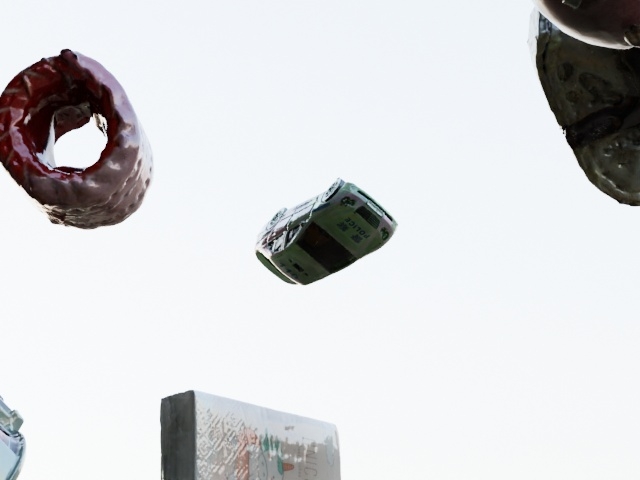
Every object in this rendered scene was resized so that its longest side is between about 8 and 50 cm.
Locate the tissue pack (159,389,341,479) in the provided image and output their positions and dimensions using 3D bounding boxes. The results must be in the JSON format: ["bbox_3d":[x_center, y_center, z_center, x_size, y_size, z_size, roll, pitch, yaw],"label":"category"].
[{"bbox_3d":[-0.084,0.301,2.440,0.071,0.170,0.325,-14,-20,33],"label":"tissue pack"}]

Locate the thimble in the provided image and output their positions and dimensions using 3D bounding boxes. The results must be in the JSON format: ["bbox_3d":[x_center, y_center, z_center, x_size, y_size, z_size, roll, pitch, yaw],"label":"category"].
[{"bbox_3d":[-0.282,-0.108,2.137,0.163,0.190,0.125,-27,-22,-2],"label":"thimble"}]

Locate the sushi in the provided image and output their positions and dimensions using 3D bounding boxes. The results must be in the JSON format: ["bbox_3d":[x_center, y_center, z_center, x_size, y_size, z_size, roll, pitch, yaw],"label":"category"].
[{"bbox_3d":[0.288,-0.134,1.966,0.109,0.134,0.273,-16,-56,-2],"label":"sushi"}]

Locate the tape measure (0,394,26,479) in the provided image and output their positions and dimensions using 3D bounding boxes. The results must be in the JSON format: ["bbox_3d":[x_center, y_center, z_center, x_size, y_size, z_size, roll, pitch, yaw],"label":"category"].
[{"bbox_3d":[-0.468,0.280,2.252,0.243,0.125,0.246,-45,18,-7],"label":"tape measure"}]

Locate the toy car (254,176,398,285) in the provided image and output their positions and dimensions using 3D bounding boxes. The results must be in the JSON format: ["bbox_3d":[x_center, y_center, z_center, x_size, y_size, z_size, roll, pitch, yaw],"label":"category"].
[{"bbox_3d":[0.000,0.000,2.190,0.090,0.076,0.224,41,-30,-14],"label":"toy car"}]

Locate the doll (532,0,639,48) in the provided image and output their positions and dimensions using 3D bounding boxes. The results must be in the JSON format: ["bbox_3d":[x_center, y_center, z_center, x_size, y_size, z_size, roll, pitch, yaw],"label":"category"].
[{"bbox_3d":[0.227,-0.250,1.216,0.256,0.196,0.152,-42,-68,16],"label":"doll"}]
